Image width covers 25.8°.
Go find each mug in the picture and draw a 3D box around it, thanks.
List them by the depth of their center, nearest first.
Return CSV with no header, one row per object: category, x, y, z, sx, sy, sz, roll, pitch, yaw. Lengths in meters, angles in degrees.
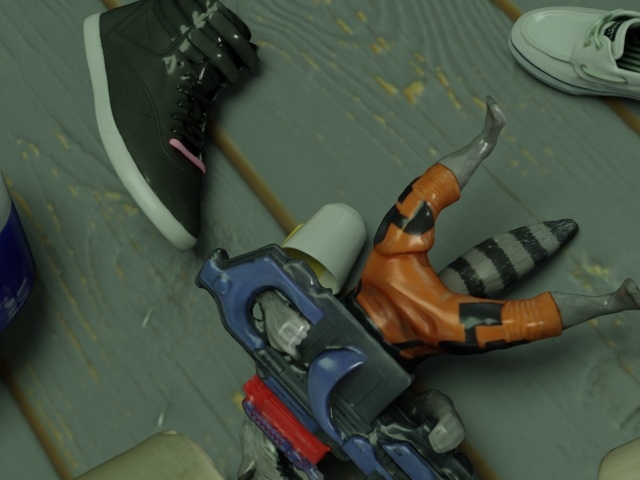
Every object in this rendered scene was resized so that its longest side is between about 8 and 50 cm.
mug,0.001,-0.001,1.190,0.078,0.062,0.064,26,66,23

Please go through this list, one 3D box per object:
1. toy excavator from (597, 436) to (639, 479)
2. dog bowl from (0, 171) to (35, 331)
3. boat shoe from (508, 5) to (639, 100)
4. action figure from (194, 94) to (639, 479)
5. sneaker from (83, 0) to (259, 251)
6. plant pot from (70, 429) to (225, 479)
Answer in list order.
toy excavator,0.235,0.336,0.786,0.222,0.445,0.433,-31,79,27
dog bowl,-0.389,0.025,1.224,0.265,0.104,0.265,-12,30,7
boat shoe,0.259,-0.163,1.175,0.226,0.076,0.083,20,70,28
action figure,0.085,0.105,1.078,0.330,0.178,0.341,-36,84,6
sneaker,-0.121,-0.132,1.277,0.147,0.104,0.296,-27,52,10
plant pot,-0.162,0.300,0.952,0.305,0.334,0.334,-35,56,-14
